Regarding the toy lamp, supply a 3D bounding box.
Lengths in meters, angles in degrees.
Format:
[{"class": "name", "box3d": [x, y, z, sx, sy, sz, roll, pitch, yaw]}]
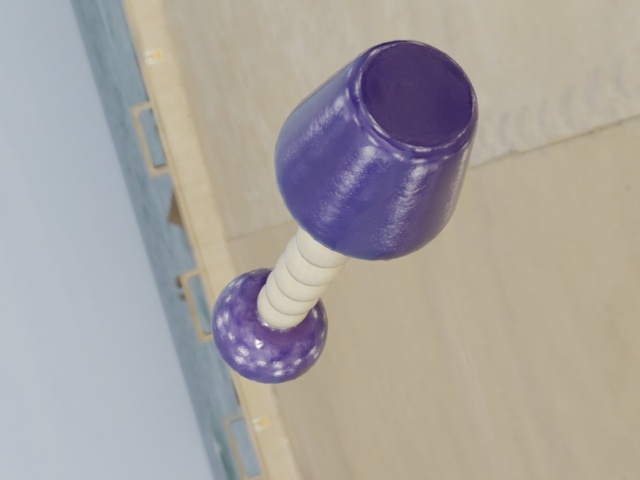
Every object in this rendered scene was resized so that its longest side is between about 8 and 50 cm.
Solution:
[{"class": "toy lamp", "box3d": [0.000, 0.000, 0.467, 0.275, 0.080, 0.080, 124, 130, -62]}]
